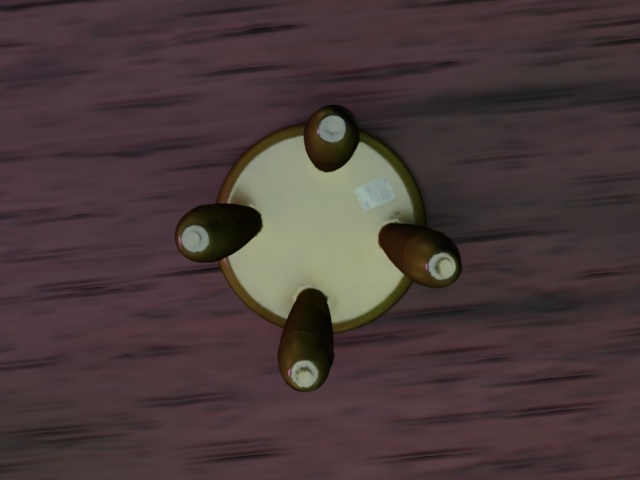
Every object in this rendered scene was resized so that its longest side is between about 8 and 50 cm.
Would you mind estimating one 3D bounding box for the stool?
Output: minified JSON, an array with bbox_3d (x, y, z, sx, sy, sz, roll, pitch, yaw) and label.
[{"bbox_3d":[0.000,0.000,0.829,0.134,0.110,0.135,7,96,1],"label":"stool"}]
